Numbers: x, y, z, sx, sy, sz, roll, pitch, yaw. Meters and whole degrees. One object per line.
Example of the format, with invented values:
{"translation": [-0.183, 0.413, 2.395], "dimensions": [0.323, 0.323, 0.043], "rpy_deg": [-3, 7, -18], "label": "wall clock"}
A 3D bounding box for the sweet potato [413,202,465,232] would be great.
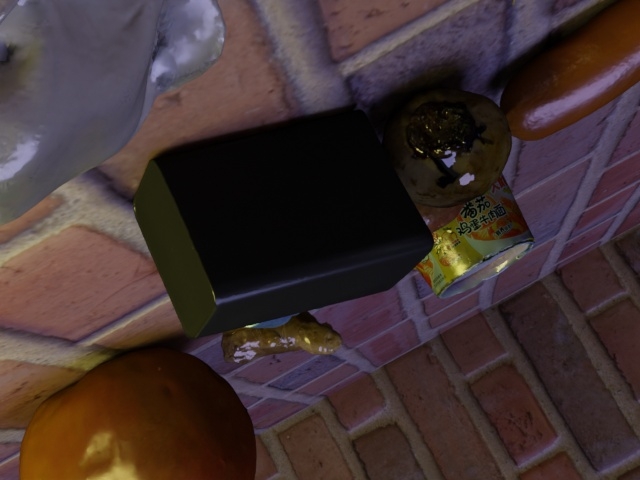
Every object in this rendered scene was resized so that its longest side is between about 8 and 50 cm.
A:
{"translation": [0.000, 0.000, 0.985], "dimensions": [0.385, 0.109, 0.109], "rpy_deg": [-19, 162, -9], "label": "sweet potato"}

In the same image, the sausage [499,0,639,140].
{"translation": [0.303, -0.195, 0.902], "dimensions": [0.238, 0.098, 0.098], "rpy_deg": [-36, 162, 16], "label": "sausage"}

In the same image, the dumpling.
{"translation": [-0.168, -0.078, 0.403], "dimensions": [0.250, 0.132, 0.162], "rpy_deg": [-27, 167, -7], "label": "dumpling"}

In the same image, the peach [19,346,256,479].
{"translation": [-0.261, 0.333, 1.185], "dimensions": [0.343, 0.301, 0.343], "rpy_deg": [-28, 164, -8], "label": "peach"}

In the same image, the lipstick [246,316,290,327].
{"translation": [-0.067, 0.095, 1.207], "dimensions": [0.061, 0.068, 0.274], "rpy_deg": [-18, 173, 12], "label": "lipstick"}

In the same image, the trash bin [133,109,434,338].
{"translation": [-0.038, -0.015, 0.758], "dimensions": [0.226, 0.165, 0.115], "rpy_deg": [-15, 160, -32], "label": "trash bin"}

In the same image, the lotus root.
{"translation": [0.137, -0.097, 0.878], "dimensions": [0.138, 0.138, 0.214], "rpy_deg": [-32, 174, 11], "label": "lotus root"}

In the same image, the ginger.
{"translation": [-0.071, 0.150, 1.348], "dimensions": [0.206, 0.115, 0.081], "rpy_deg": [2, 134, -21], "label": "ginger"}

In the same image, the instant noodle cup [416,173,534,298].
{"translation": [0.202, -0.019, 1.155], "dimensions": [0.205, 0.153, 0.205], "rpy_deg": [-27, 165, -8], "label": "instant noodle cup"}
